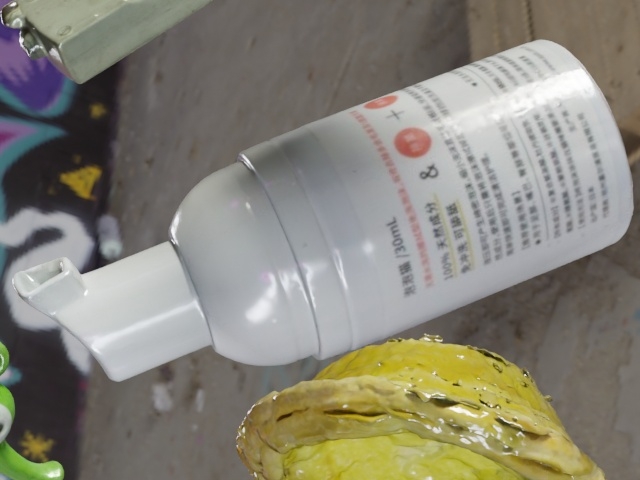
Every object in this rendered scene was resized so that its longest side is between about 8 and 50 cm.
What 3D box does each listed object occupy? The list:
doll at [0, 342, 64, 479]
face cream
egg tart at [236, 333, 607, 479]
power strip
[{"bbox_3d":[-0.190,0.139,0.620,0.050,0.115,0.190,30,107,63],"label":"doll"},{"bbox_3d":[0.000,0.000,0.781,0.145,0.369,0.145,159,90,-81],"label":"face cream"},{"bbox_3d":[0.097,0.184,1.137,0.345,0.345,0.132,-32,39,51],"label":"egg tart"},{"bbox_3d":[-0.088,-0.208,0.877,0.286,0.048,0.080,-35,50,-11],"label":"power strip"}]
